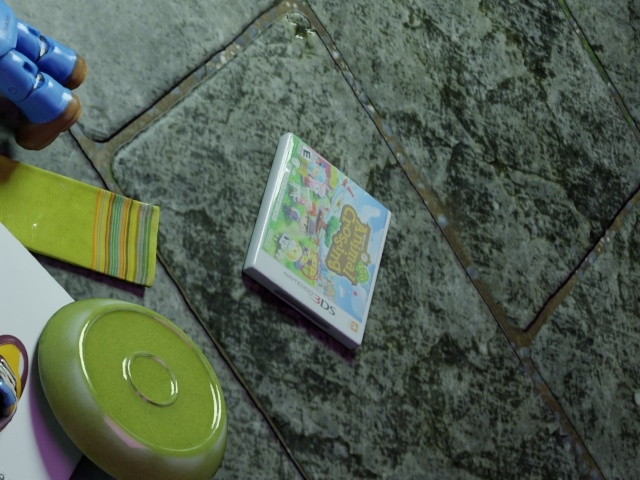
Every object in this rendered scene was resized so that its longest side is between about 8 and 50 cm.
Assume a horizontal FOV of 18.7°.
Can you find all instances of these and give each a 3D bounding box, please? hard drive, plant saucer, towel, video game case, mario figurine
[{"bbox_3d":[-0.338,0.164,1.947,0.233,0.047,0.353,49,37,-19],"label":"hard drive"},{"bbox_3d":[-0.185,0.153,2.036,0.241,0.037,0.241,31,37,-26],"label":"plant saucer"},{"bbox_3d":[-0.275,-0.023,2.150,0.237,0.021,0.102,20,59,-40],"label":"towel"},{"bbox_3d":[0.000,0.000,2.428,0.193,0.023,0.212,38,49,-30],"label":"video game case"},{"bbox_3d":[-0.403,-0.230,2.060,0.170,0.198,0.320,-47,125,-2],"label":"mario figurine"}]

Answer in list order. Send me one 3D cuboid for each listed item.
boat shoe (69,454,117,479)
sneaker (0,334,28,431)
[{"bbox_3d":[-0.235,0.292,2.016,0.302,0.109,0.094,-52,142,-47],"label":"boat shoe"},{"bbox_3d":[-0.315,0.149,1.870,0.069,0.084,0.185,49,37,-18],"label":"sneaker"}]
